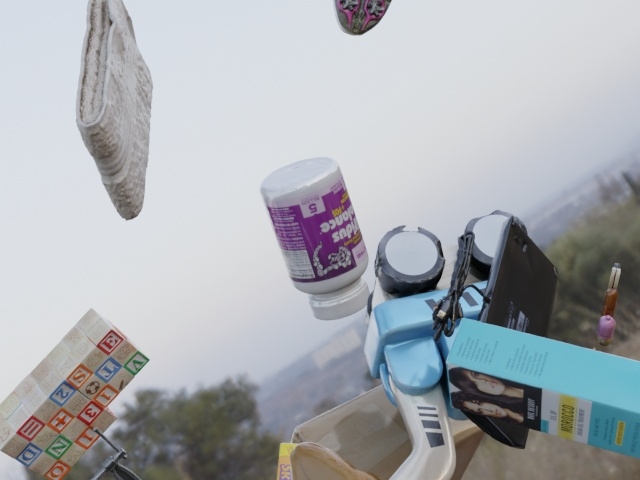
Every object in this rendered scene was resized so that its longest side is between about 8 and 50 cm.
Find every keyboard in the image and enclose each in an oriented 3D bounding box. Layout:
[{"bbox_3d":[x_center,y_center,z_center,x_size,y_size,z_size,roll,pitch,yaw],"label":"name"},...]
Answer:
[{"bbox_3d":[0.215,0.090,1.352,0.033,0.201,0.317,-25,29,38],"label":"keyboard"}]

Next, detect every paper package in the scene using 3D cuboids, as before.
[{"bbox_3d":[0.094,0.410,1.909,0.325,0.168,0.309,-21,-35,-33],"label":"paper package"}]

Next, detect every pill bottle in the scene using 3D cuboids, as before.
[{"bbox_3d":[0.000,0.000,2.149,0.169,0.302,0.169,-17,20,6],"label":"pill bottle"}]

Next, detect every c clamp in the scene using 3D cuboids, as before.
[{"bbox_3d":[-0.326,0.373,1.568,0.161,0.137,0.022,-51,18,-10],"label":"c clamp"}]

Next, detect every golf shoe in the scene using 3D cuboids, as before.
[{"bbox_3d":[0.040,-0.285,1.103,0.067,0.186,0.086,11,-20,-15],"label":"golf shoe"}]

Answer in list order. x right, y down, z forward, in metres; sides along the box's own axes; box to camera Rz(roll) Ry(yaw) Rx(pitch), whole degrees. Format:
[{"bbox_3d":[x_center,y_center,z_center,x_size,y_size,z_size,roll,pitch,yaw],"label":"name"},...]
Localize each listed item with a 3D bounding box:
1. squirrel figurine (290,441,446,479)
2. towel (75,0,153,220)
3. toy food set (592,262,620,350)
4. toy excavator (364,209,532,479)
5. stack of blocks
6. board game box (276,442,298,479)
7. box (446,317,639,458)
[{"bbox_3d":[0.174,0.417,1.301,0.370,0.281,0.397,14,-9,-37],"label":"squirrel figurine"},{"bbox_3d":[-0.262,-0.184,1.407,0.049,0.282,0.187,-9,-39,5],"label":"towel"},{"bbox_3d":[0.358,0.087,1.332,0.078,0.019,0.122,25,-102,-73],"label":"toy food set"},{"bbox_3d":[0.170,0.217,1.619,0.432,0.445,0.222,-11,-32,-11],"label":"toy excavator"},{"bbox_3d":[-0.468,0.296,2.047,0.297,0.087,0.171,-48,-43,-7],"label":"stack of blocks"},{"bbox_3d":[-0.044,0.438,1.567,0.039,0.259,0.124,0,-28,15],"label":"board game box"},{"bbox_3d":[0.257,0.158,1.119,0.100,0.244,0.060,76,-147,-52],"label":"box"}]
